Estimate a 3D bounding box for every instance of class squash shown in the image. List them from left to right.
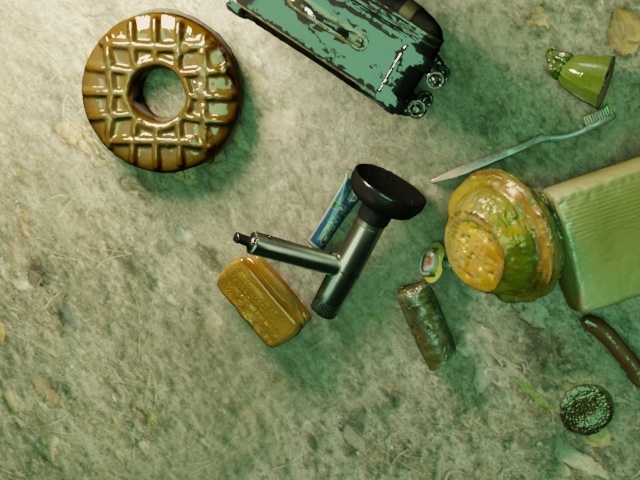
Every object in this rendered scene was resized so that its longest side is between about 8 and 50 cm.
[{"bbox_3d":[0.479,-0.315,1.767,0.132,0.105,0.105,21,102,18],"label":"squash"}]

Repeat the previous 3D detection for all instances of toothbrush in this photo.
[{"bbox_3d":[0.392,-0.180,1.826,0.375,0.028,0.037,-22,91,10],"label":"toothbrush"}]

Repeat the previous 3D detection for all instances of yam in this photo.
[{"bbox_3d":[0.217,0.170,1.887,0.078,0.078,0.179,-23,96,11],"label":"yam"}]

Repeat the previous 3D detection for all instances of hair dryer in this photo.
[{"bbox_3d":[0.014,-0.004,1.800,0.320,0.284,0.156,-56,47,16],"label":"hair dryer"}]

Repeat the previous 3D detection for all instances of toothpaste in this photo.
[{"bbox_3d":[0.027,-0.049,1.896,0.057,0.035,0.197,30,102,-16],"label":"toothpaste"}]

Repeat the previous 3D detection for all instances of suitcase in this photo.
[{"bbox_3d":[0.044,-0.402,1.706,0.434,0.283,0.194,32,106,2],"label":"suitcase"}]

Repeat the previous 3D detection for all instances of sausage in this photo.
[{"bbox_3d":[0.590,0.216,1.864,0.043,0.043,0.186,-41,94,12],"label":"sausage"}]

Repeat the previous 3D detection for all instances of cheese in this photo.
[{"bbox_3d":[0.563,-0.017,1.748,0.265,0.124,0.242,-18,95,-9],"label":"cheese"}]

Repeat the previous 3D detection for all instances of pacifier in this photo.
[{"bbox_3d":[0.236,0.047,1.881,0.064,0.068,0.083,13,79,-28],"label":"pacifier"}]

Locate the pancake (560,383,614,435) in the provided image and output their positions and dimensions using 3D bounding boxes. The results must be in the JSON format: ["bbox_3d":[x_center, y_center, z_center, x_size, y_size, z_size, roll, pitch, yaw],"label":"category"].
[{"bbox_3d":[0.544,0.347,1.907,0.115,0.011,0.115,1,100,7],"label":"pancake"}]

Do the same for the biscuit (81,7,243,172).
[{"bbox_3d":[-0.313,-0.297,1.861,0.332,0.103,0.332,1,100,8],"label":"biscuit"}]

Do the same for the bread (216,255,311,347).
[{"bbox_3d":[-0.116,0.119,1.910,0.200,0.077,0.116,49,138,4],"label":"bread"}]

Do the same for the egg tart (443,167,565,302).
[{"bbox_3d":[0.322,0.002,1.754,0.118,0.288,0.288,-23,98,-28],"label":"egg tart"}]
